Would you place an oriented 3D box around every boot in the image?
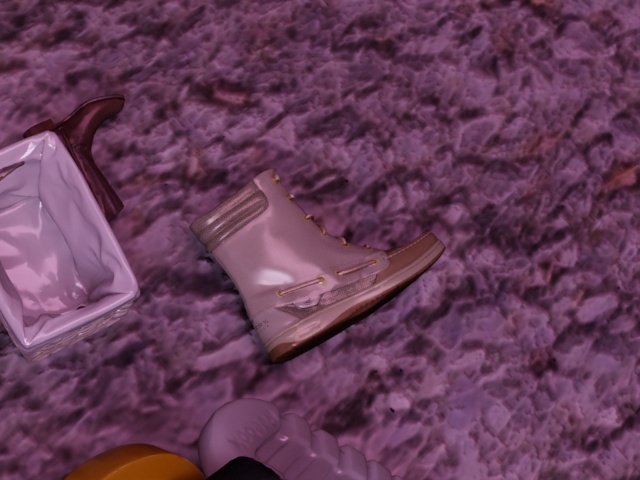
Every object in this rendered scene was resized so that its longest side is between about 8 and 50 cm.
[{"bbox_3d":[-0.203,-0.069,1.456,0.106,0.037,0.114,-28,76,-17],"label":"boot"},{"bbox_3d":[0.000,0.000,1.489,0.213,0.077,0.165,-29,79,-27],"label":"boot"}]

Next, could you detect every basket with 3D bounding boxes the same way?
[{"bbox_3d":[-0.241,0.011,1.356,0.113,0.103,0.167,-26,78,-17],"label":"basket"}]

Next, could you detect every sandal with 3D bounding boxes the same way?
[{"bbox_3d":[0.054,0.288,1.364,0.416,0.102,0.169,41,29,-8],"label":"sandal"}]

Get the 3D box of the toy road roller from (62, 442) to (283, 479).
[{"bbox_3d":[-0.124,0.312,1.255,0.202,0.240,0.329,-35,121,-31],"label":"toy road roller"}]
